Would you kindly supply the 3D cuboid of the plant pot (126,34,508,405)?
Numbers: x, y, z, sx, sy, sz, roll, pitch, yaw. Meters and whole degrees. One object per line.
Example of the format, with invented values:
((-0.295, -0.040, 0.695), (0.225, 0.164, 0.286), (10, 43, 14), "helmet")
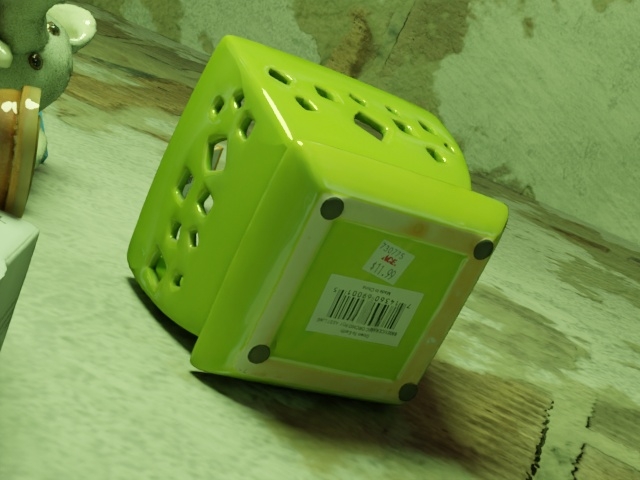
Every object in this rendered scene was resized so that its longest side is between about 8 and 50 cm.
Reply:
((0.000, 0.000, 0.786), (0.228, 0.227, 0.207), (15, 23, -30), "plant pot")

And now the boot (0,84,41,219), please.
((-0.304, -0.059, 0.590), (0.220, 0.109, 0.283), (17, -12, -34), "boot")

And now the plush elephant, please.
((-0.329, -0.200, 0.880), (0.255, 0.330, 0.272), (12, 55, -19), "plush elephant")

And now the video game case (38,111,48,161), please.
((-0.383, -0.150, 1.060), (0.166, 0.015, 0.119), (10, 50, -39), "video game case")

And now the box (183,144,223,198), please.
((-0.150, -0.065, 1.079), (0.028, 0.081, 0.136), (24, 13, 7), "box")

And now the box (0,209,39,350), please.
((-0.252, 0.036, 0.456), (0.182, 0.119, 0.181), (20, 13, -7), "box")
